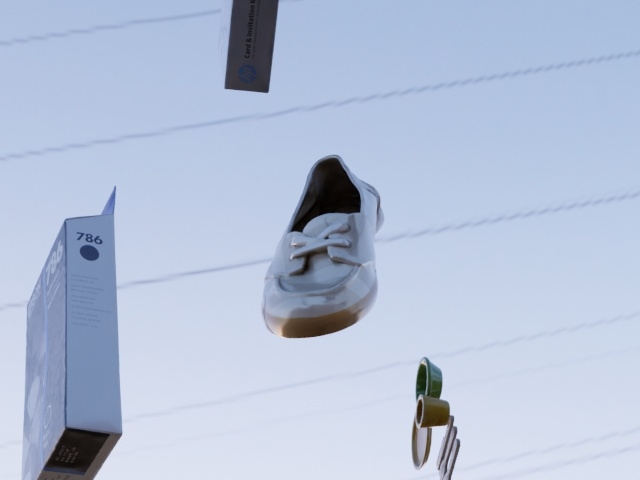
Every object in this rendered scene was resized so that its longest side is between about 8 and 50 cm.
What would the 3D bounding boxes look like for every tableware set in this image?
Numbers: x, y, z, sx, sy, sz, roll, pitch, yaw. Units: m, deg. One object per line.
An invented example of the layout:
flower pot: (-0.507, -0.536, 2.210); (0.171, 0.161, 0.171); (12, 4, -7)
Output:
tableware set: (0.063, 0.163, 0.773); (0.024, 0.104, 0.154); (6, -60, -7)

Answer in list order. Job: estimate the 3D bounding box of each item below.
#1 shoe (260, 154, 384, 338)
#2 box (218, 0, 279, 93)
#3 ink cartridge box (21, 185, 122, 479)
shoe: (0.000, 0.000, 0.736); (0.076, 0.219, 0.058); (-11, -71, 12)
box: (-0.056, -0.208, 0.899); (0.038, 0.186, 0.145); (5, -71, -7)
ink cartridge box: (-0.269, 0.105, 1.201); (0.065, 0.333, 0.165); (13, -46, -24)
